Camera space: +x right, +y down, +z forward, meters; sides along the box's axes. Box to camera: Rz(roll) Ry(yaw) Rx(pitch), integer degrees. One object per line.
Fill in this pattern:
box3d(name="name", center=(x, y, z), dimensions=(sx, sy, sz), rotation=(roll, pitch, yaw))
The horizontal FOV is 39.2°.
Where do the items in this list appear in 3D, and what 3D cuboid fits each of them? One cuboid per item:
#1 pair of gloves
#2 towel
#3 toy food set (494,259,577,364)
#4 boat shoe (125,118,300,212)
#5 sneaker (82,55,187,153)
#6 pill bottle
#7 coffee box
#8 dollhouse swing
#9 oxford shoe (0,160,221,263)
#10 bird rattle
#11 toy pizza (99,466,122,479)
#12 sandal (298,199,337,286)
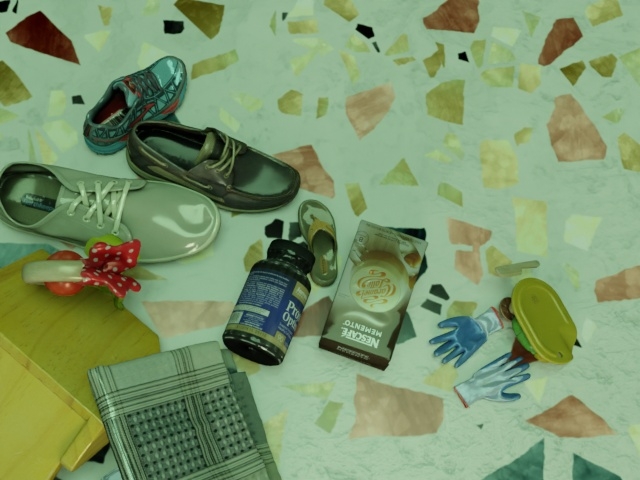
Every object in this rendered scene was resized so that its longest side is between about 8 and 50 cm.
box3d(name="pair of gloves", center=(0.309, 0.228, 1.730), dimensions=(0.159, 0.023, 0.198), rotation=(-25, 74, -12))
box3d(name="towel", center=(-0.214, 0.334, 1.539), dimensions=(0.324, 0.056, 0.312), rotation=(-4, 65, -50))
box3d(name="toy food set", center=(0.410, 0.148, 1.748), dimensions=(0.128, 0.071, 0.218), rotation=(-16, 74, -35))
box3d(name="boat shoe", center=(-0.214, -0.147, 1.758), dimensions=(0.355, 0.130, 0.132), rotation=(12, 71, 0))
box3d(name="sneaker", center=(-0.364, -0.282, 1.795), dimensions=(0.104, 0.125, 0.262), rotation=(40, 73, 8))
box3d(name="pill bottle", center=(-0.090, 0.113, 1.681), dimensions=(0.122, 0.123, 0.219), rotation=(21, 67, 3))
box3d(name="coffee box", center=(0.101, 0.104, 1.715), dimensions=(0.141, 0.098, 0.247), rotation=(18, 71, 2))
box3d(name="dollhouse swing", center=(-0.517, 0.272, 1.631), dimensions=(0.347, 0.305, 0.315), rotation=(38, 31, 9))
box3d(name="oxford shoe", center=(-0.415, -0.058, 1.709), dimensions=(0.449, 0.130, 0.169), rotation=(10, 74, -1))
box3d(name="bird rattle", center=(-0.409, 0.065, 1.554), dimensions=(0.206, 0.253, 0.143), rotation=(-2, 93, -8))
box3d(name="toy pizza", center=(-0.312, 0.487, 1.563), dimensions=(0.201, 0.032, 0.201), rotation=(2, 69, -4))
box3d(name="sandal", center=(0.000, 0.000, 1.768), dimensions=(0.072, 0.049, 0.180), rotation=(-6, 72, -7))
